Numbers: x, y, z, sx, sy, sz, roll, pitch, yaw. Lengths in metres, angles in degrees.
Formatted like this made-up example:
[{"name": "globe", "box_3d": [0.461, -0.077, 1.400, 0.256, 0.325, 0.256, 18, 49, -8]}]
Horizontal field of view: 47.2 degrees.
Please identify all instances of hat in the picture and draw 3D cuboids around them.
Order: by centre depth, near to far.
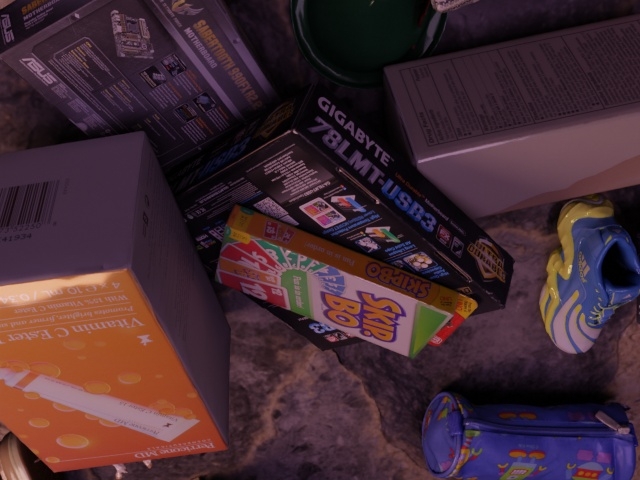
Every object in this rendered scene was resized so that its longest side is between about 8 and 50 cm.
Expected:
[{"name": "hat", "box_3d": [0.067, -0.220, 0.696, 0.172, 0.184, 0.209, -2, 118, -9]}]

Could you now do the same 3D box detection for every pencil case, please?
[{"name": "pencil case", "box_3d": [0.301, 0.282, 1.038, 0.305, 0.120, 0.133, 6, 141, -12]}]

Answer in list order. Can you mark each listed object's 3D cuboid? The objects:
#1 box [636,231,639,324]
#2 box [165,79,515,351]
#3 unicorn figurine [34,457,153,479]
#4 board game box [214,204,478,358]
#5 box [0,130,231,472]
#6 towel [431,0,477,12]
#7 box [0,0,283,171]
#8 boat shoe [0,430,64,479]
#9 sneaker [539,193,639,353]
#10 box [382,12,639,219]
[{"name": "box", "box_3d": [0.524, 0.027, 0.868, 0.247, 0.163, 0.142, -26, 121, -16]}, {"name": "box", "box_3d": [0.000, 0.000, 0.785, 0.293, 0.073, 0.295, 37, 145, -25]}, {"name": "unicorn figurine", "box_3d": [-0.285, 0.275, 0.996, 0.161, 0.060, 0.111, -31, 119, -9]}, {"name": "board game box", "box_3d": [0.021, 0.051, 0.757, 0.259, 0.039, 0.124, 19, 149, -3]}, {"name": "box", "box_3d": [-0.235, 0.082, 0.761, 0.214, 0.168, 0.345, -9, 140, 4]}, {"name": "towel", "box_3d": [0.174, -0.362, 0.583, 0.312, 0.324, 0.056, -22, 155, 4]}, {"name": "box", "box_3d": [-0.162, -0.169, 0.705, 0.183, 0.056, 0.231, -28, 150, 8]}, {"name": "boat shoe", "box_3d": [-0.396, 0.373, 1.001, 0.089, 0.105, 0.285, -9, 120, -6]}, {"name": "sneaker", "box_3d": [0.340, 0.068, 0.924, 0.091, 0.126, 0.240, -10, 119, -2]}, {"name": "box", "box_3d": [0.231, -0.127, 0.777, 0.310, 0.148, 0.121, -11, 144, 0]}]
